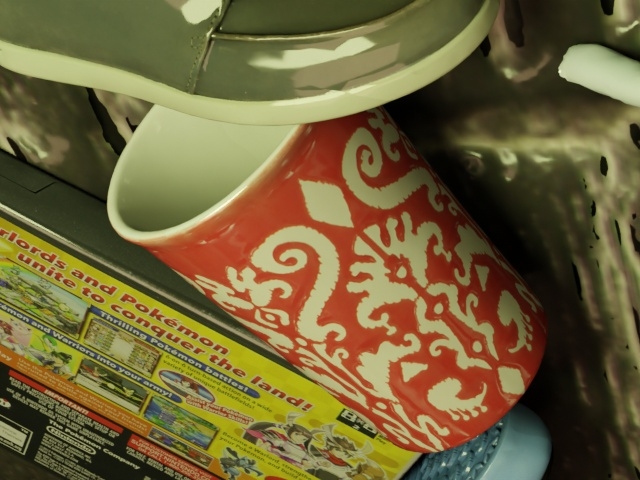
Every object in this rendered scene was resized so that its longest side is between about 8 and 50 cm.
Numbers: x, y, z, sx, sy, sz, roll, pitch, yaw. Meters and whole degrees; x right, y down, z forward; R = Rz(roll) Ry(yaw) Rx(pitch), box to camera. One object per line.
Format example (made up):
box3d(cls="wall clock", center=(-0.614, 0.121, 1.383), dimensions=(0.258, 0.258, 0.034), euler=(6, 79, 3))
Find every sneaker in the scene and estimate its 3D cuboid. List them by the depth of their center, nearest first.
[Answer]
box3d(cls="sneaker", center=(-0.051, -0.112, 0.562), dimensions=(0.222, 0.083, 0.118), euler=(6, 139, 26))
box3d(cls="sneaker", center=(0.084, 0.149, 0.817), dimensions=(0.090, 0.081, 0.232), euler=(25, 151, -4))

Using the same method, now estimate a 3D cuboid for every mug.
box3d(cls="mug", center=(0.008, -0.005, 0.668), dimensions=(0.113, 0.150, 0.169), euler=(-39, 121, 12))

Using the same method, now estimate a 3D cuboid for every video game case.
box3d(cls="video game case", center=(-0.093, 0.083, 0.870), dimensions=(0.275, 0.035, 0.248), euler=(28, 144, -2))

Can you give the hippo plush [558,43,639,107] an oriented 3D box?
box3d(cls="hippo plush", center=(0.224, 0.054, 0.473), dimensions=(0.294, 0.236, 0.234), euler=(36, 143, -14))
